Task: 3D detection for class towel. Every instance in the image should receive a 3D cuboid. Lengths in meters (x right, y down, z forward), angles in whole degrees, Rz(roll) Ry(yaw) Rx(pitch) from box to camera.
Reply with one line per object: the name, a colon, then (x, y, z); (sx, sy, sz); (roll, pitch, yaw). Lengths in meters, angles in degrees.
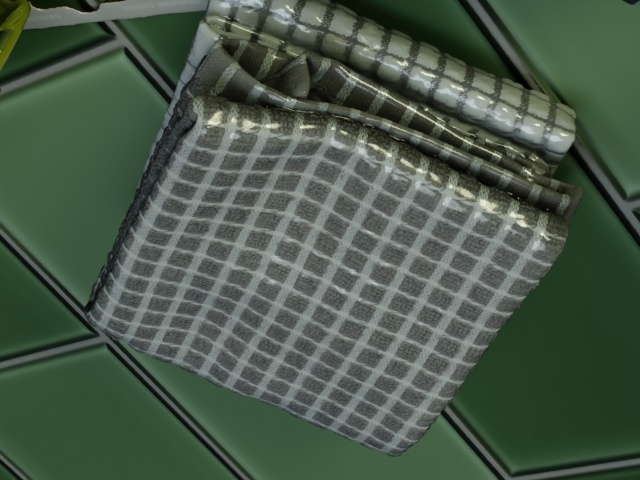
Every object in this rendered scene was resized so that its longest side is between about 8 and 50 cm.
towel: (0.000, 0.000, 1.036); (0.235, 0.121, 0.283); (24, 141, -5)

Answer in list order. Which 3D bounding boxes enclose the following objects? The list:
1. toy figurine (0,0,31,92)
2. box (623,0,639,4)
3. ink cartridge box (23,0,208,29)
toy figurine: (-0.343, -0.078, 1.072); (0.217, 0.191, 0.362); (40, 146, -7)
box: (0.136, -0.193, 0.732); (0.158, 0.093, 0.156); (21, 148, -36)
ink cartridge box: (-0.175, -0.202, 0.969); (0.181, 0.056, 0.224); (-1, 154, 28)
